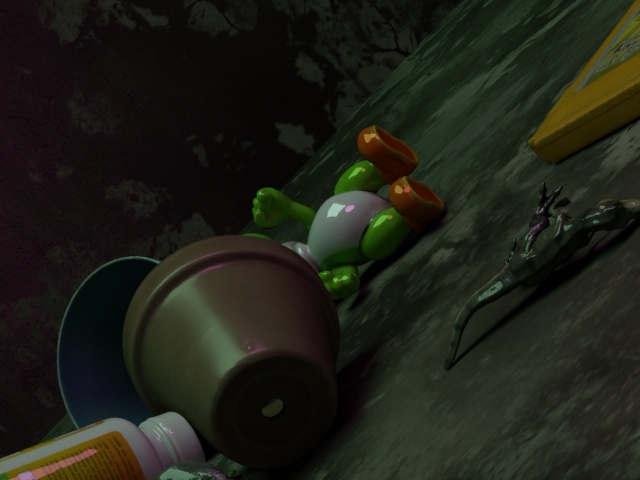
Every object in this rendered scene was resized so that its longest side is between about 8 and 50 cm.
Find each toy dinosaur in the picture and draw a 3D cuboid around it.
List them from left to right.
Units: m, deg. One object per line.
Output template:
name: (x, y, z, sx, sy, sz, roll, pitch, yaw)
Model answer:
toy dinosaur: (0.213, 0.015, 1.563, 0.268, 0.064, 0.118, -44, 14, 29)

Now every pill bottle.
pill bottle: (-0.252, 0.274, 1.696, 0.246, 0.136, 0.136, -19, -7, -31)

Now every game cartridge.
game cartridge: (0.413, -0.244, 1.916, 0.323, 0.052, 0.285, -48, 9, -32)

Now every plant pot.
plant pot: (-0.207, 0.171, 2.250, 0.290, 0.290, 0.195, -40, -24, 27)
plant pot: (-0.081, 0.151, 1.803, 0.263, 0.263, 0.229, -44, 27, 2)

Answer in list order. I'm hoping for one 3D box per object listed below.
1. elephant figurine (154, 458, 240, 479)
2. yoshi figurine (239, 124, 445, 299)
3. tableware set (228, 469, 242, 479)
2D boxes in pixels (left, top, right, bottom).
elephant figurine: (-0.102, 0.268, 1.360, 0.239, 0.186, 0.169, -56, 42, 4)
yoshi figurine: (-0.013, 0.000, 2.257, 0.362, 0.203, 0.203, -42, 10, 22)
tableware set: (-0.149, 0.296, 1.850, 0.104, 0.024, 0.154, -9, -9, -28)
